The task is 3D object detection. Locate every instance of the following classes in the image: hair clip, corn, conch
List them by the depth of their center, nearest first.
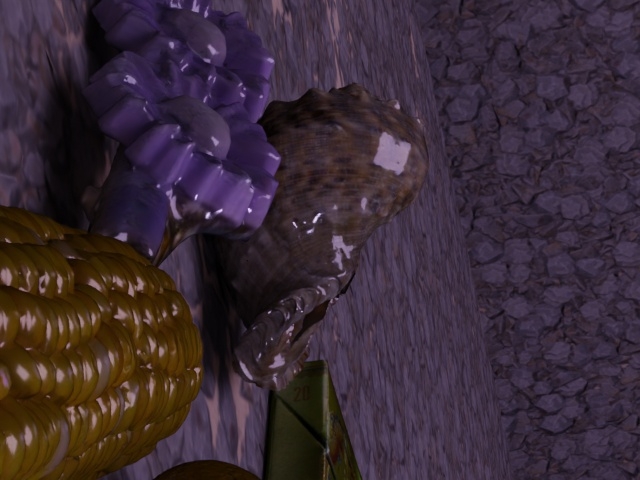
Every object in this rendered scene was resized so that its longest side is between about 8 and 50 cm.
[{"bbox_3d":[-0.102,0.037,0.514,0.313,0.102,0.101,-1,84,-84],"label":"corn"},{"bbox_3d":[-0.072,-0.057,0.817,0.106,0.084,0.292,31,29,-17],"label":"hair clip"},{"bbox_3d":[0.000,0.000,1.025,0.155,0.130,0.207,48,48,-51],"label":"conch"}]

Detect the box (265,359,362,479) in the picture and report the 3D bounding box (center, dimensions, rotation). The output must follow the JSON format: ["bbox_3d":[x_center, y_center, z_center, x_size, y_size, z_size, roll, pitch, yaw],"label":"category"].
[{"bbox_3d":[0.000,0.245,1.086,0.311,0.043,0.173,-87,165,-49],"label":"box"}]

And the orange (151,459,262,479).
[{"bbox_3d":[-0.050,0.140,0.766,0.095,0.085,0.085,-65,146,-69],"label":"orange"}]
